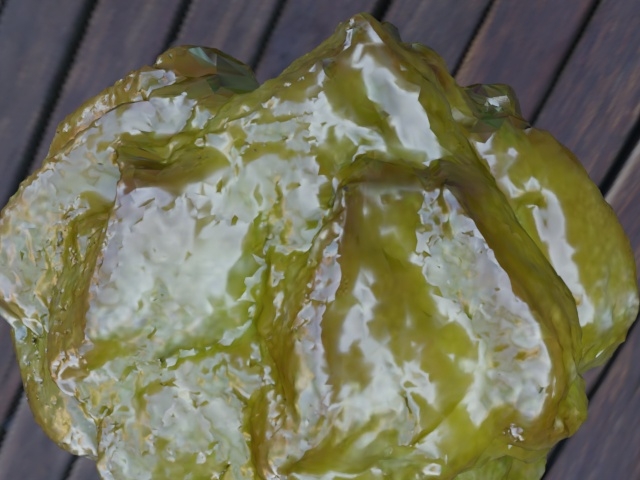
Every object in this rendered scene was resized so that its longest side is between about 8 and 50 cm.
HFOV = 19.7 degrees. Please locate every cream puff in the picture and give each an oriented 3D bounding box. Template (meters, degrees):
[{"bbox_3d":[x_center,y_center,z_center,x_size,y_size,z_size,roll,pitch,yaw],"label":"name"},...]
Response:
[{"bbox_3d":[0.000,0.016,0.721,0.244,0.244,0.196,46,127,3],"label":"cream puff"}]
